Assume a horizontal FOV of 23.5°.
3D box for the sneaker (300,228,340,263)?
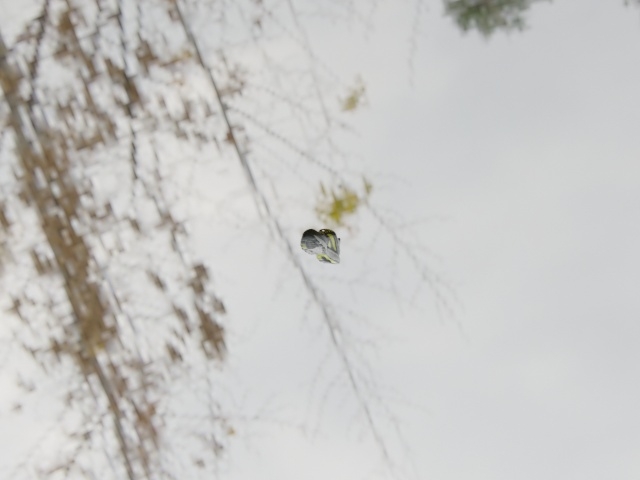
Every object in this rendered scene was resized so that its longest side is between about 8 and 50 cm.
[{"bbox_3d":[0.000,0.000,1.771,0.031,0.083,0.035,0,-111,21],"label":"sneaker"}]
